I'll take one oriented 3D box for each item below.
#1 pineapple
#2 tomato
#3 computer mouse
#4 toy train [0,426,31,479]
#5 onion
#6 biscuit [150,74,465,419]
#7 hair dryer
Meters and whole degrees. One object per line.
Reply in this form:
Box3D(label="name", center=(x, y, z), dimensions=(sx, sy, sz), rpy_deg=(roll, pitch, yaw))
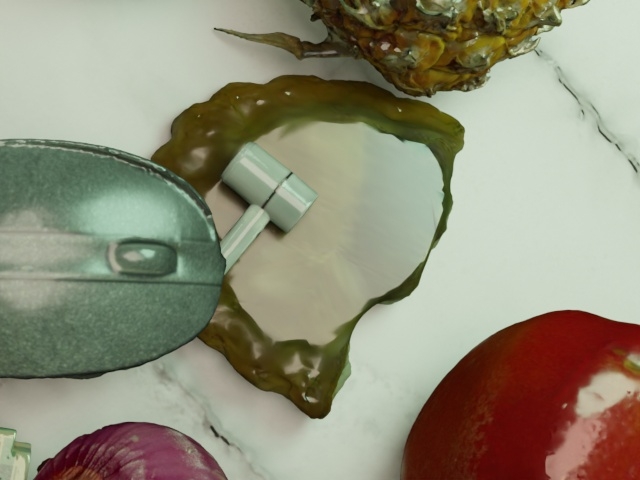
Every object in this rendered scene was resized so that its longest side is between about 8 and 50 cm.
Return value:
Box3D(label="pineapple", center=(0.079, -0.197, 1.303), dimensions=(0.335, 0.161, 0.158), rpy_deg=(14, 120, -9))
Box3D(label="tomato", center=(0.237, 0.228, 1.271), dimensions=(0.325, 0.293, 0.290), rpy_deg=(50, 60, -14))
Box3D(label="computer mouse", center=(-0.268, 0.020, 1.198), dimensions=(0.374, 0.114, 0.203), rpy_deg=(-3, 82, -3))
Box3D(label="toy train", center=(-0.347, 0.212, 1.207), dimensions=(0.194, 0.081, 0.125), rpy_deg=(12, 69, -13))
Box3D(label="onion", center=(-0.159, 0.262, 1.180), dimensions=(0.207, 0.200, 0.200), rpy_deg=(-33, 92, -38))
Box3D(label="biscuit", center=(0.000, 0.000, 1.340), dimensions=(0.329, 0.078, 0.335), rpy_deg=(-7, 82, -13))
Box3D(label="hair dryer", center=(-0.074, -0.014, 1.276), dimensions=(0.082, 0.047, 0.137), rpy_deg=(38, 84, 0))
